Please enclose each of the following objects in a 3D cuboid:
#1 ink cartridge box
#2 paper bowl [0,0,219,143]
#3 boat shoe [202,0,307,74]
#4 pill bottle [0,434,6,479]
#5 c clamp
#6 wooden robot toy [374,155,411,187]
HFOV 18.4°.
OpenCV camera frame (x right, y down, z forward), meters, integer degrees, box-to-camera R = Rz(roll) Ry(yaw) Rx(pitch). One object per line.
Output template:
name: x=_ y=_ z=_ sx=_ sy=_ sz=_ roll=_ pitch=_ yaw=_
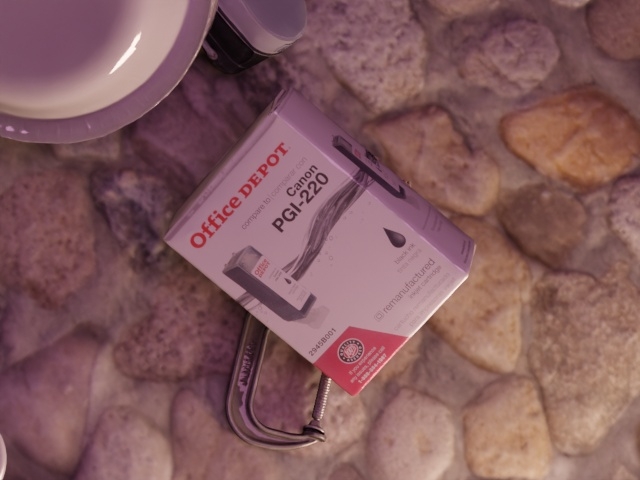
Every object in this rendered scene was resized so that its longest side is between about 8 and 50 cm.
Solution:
ink cartridge box: x=0.000 y=0.000 z=1.679 sx=0.218 sy=0.092 sz=0.158 roll=40 pitch=109 yaw=-5
paper bowl: x=-0.225 y=-0.218 z=1.595 sx=0.284 sy=0.148 sz=0.284 roll=1 pitch=108 yaw=2
boat shoe: x=-0.135 y=-0.284 z=1.724 sx=0.306 sy=0.105 sz=0.113 roll=52 pitch=39 yaw=-15
pill bottle: x=-0.302 y=0.177 z=1.564 sx=0.086 sy=0.152 sz=0.086 roll=3 pitch=80 yaw=-19
c clamp: x=-0.011 y=0.115 z=1.747 sx=0.137 sy=0.022 sz=0.160 roll=23 pitch=74 yaw=-15
wooden robot toy: x=0.004 y=-0.077 z=1.762 sx=0.173 sy=0.076 sz=0.079 roll=11 pitch=67 yaw=-18
